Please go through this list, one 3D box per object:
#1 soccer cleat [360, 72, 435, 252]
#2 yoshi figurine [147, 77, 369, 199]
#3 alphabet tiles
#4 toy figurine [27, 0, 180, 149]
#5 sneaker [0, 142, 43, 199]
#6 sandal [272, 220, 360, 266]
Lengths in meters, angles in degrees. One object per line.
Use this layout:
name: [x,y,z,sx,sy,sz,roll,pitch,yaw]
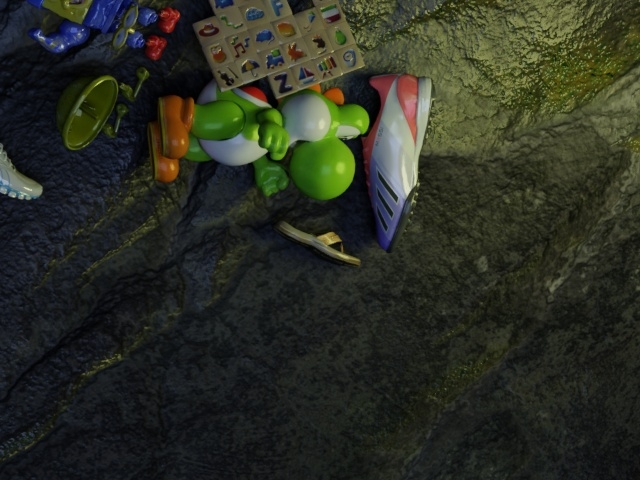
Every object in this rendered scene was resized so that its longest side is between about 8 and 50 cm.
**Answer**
soccer cleat: [0.119,-0.134,1.844,0.116,0.109,0.318,9,110,0]
yoshi figurine: [-0.087,-0.142,1.719,0.362,0.203,0.203,-5,122,-19]
alphabet tiles: [-0.073,-0.328,1.686,0.237,0.009,0.198,-22,88,-13]
toy figurine: [-0.354,-0.346,1.602,0.217,0.191,0.363,33,107,4]
sneaker: [-0.509,-0.130,1.642,0.190,0.071,0.083,29,93,-26]
sandal: [0.000,0.000,1.871,0.180,0.072,0.049,28,78,-21]
